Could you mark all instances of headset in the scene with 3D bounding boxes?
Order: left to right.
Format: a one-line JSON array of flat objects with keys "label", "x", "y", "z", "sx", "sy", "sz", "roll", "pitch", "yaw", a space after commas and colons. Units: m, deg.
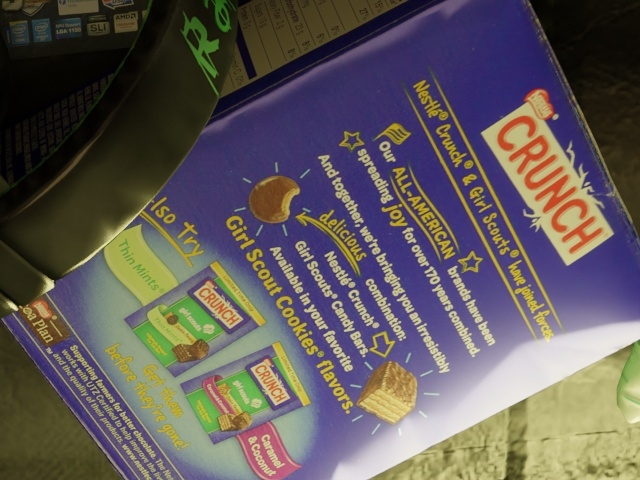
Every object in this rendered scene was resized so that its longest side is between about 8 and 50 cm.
[{"label": "headset", "x": -0.230, "y": -0.055, "z": 0.863, "sx": 0.394, "sy": 0.243, "sz": 0.185, "roll": -28, "pitch": 134, "yaw": 17}]

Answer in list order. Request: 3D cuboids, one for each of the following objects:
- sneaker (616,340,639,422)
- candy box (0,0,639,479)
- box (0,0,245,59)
[{"label": "sneaker", "x": 0.262, "y": 0.104, "z": 1.190, "sx": 0.152, "sy": 0.054, "sz": 0.061, "roll": 18, "pitch": 115, "yaw": -11}, {"label": "candy box", "x": 0.000, "y": 0.000, "z": 1.020, "sx": 0.317, "sy": 0.122, "sz": 0.268, "roll": -26, "pitch": 125, "yaw": 6}, {"label": "box", "x": -0.078, "y": -0.201, "z": 0.993, "sx": 0.232, "sy": 0.059, "sz": 0.183, "roll": -7, "pitch": 112, "yaw": -10}]
